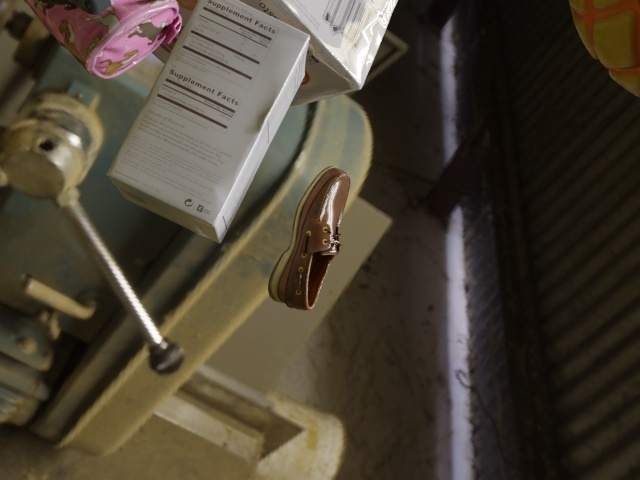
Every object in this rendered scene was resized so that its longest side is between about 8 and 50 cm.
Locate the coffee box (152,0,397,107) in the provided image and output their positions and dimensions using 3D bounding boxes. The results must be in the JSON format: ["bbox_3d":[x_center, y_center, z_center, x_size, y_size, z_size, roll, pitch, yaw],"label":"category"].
[{"bbox_3d":[-0.098,-0.449,1.448,0.334,0.337,0.338,-6,-127,43],"label":"coffee box"}]

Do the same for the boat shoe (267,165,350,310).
[{"bbox_3d":[0.000,0.000,1.034,0.060,0.064,0.178,24,-87,36],"label":"boat shoe"}]

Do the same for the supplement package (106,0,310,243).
[{"bbox_3d":[-0.125,-0.141,1.012,0.139,0.133,0.244,115,0,-80],"label":"supplement package"}]

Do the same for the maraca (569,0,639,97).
[{"bbox_3d":[0.203,-0.107,0.429,0.099,0.185,0.127,-50,167,-10],"label":"maraca"}]

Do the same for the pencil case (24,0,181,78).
[{"bbox_3d":[-0.364,-0.403,1.198,0.167,0.386,0.160,-39,176,4],"label":"pencil case"}]

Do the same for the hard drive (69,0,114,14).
[{"bbox_3d":[-0.185,-0.224,0.566,0.022,0.094,0.135,-43,155,-26],"label":"hard drive"}]
